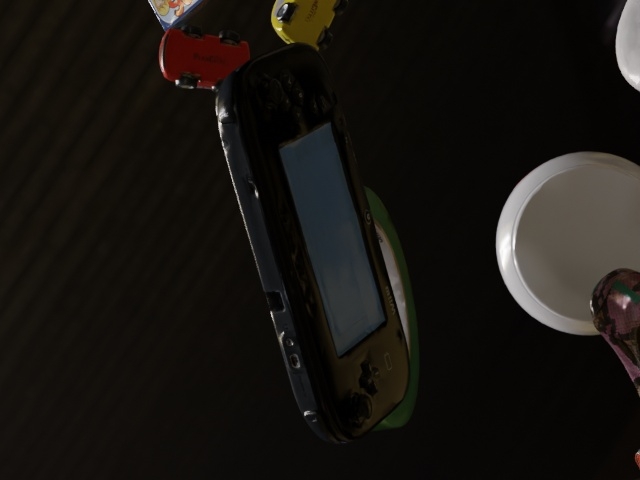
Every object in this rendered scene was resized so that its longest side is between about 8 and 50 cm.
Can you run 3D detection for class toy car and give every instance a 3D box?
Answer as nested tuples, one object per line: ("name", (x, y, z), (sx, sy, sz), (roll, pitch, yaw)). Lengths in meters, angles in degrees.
("toy car", (-0.042, -0.148, 1.940), (0.239, 0.225, 0.053), (-31, 15, -29))

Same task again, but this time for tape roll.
("tape roll", (0.047, 0.092, 2.503), (0.321, 0.077, 0.321), (-9, -90, -73))

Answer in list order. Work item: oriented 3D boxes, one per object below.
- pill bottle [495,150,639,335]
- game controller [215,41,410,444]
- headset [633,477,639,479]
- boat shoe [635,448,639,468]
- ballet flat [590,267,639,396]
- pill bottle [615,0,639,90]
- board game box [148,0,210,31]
("pill bottle", (0.307, 0.003, 2.205), (0.210, 0.210, 0.363), (-56, -4, 3))
("game controller", (0.000, 0.000, 1.551), (0.166, 0.067, 0.319), (-28, -74, -52))
("headset", (0.317, 0.299, 1.564), (0.394, 0.243, 0.185), (-54, -2, 35))
("boat shoe", (0.353, 0.266, 1.935), (0.043, 0.137, 0.049), (-21, -35, -11))
("ballet flat", (0.296, 0.109, 1.559), (0.077, 0.079, 0.221), (-43, -56, -4))
("pill bottle", (0.434, -0.166, 1.836), (0.278, 0.162, 0.162), (24, -77, -28))
("board game box", (-0.169, -0.368, 2.425), (0.035, 0.136, 0.201), (-27, -3, -39))
